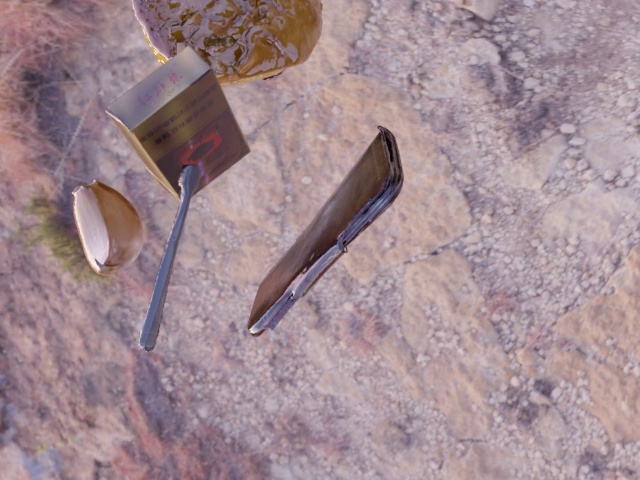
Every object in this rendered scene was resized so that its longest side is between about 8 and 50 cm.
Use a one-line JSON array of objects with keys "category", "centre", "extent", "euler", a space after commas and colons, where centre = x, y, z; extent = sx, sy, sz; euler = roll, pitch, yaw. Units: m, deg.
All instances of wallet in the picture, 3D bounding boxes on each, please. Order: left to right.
[{"category": "wallet", "centre": [0.000, 0.000, 0.810], "extent": [0.031, 0.137, 0.255], "euler": [32, 118, -15]}]

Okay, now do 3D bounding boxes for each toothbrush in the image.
[{"category": "toothbrush", "centre": [-0.231, 0.027, 1.127], "extent": [0.031, 0.030, 0.297], "euler": [23, 99, 55]}]

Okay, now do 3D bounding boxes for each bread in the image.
[{"category": "bread", "centre": [-0.197, -0.489, 1.521], "extent": [0.397, 0.398, 0.215], "euler": [67, 160, 0]}]

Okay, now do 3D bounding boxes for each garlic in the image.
[{"category": "garlic", "centre": [-0.388, -0.009, 1.391], "extent": [0.206, 0.115, 0.128], "euler": [64, 148, 31]}]

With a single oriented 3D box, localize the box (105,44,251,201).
[{"category": "box", "centre": [-0.212, -0.171, 1.162], "extent": [0.159, 0.240, 0.071], "euler": [-41, 67, -10]}]
